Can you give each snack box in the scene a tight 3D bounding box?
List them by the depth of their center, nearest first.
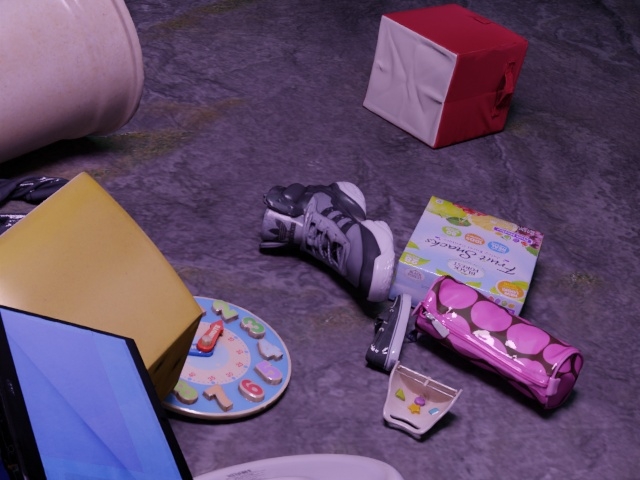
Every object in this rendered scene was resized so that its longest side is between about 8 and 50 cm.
[{"bbox_3d":[0.206,0.033,1.533,0.174,0.070,0.207,19,33,9],"label":"snack box"}]

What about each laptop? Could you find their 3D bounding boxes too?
[{"bbox_3d":[-0.195,0.066,0.844,0.136,0.264,0.234,-16,38,-17],"label":"laptop"}]

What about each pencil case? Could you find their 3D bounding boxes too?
[{"bbox_3d":[0.215,0.127,1.363,0.209,0.095,0.098,28,8,24],"label":"pencil case"}]

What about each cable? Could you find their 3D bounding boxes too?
[{"bbox_3d":[-0.378,-0.041,1.471,0.184,0.047,0.150,-8,31,-27],"label":"cable"}]

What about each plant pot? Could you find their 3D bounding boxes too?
[{"bbox_3d":[-0.243,0.100,1.115,0.187,0.212,0.212,33,46,8],"label":"plant pot"},{"bbox_3d":[-0.469,-0.233,1.520,0.333,0.334,0.305,28,45,24],"label":"plant pot"}]

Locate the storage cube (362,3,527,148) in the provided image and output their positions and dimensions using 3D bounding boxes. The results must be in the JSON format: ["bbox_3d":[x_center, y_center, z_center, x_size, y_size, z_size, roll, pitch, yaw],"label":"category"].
[{"bbox_3d":[0.220,-0.296,1.970,0.193,0.184,0.215,-18,42,-40],"label":"storage cube"}]

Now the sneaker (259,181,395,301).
[{"bbox_3d":[0.000,0.000,1.487,0.153,0.101,0.269,2,26,-16],"label":"sneaker"}]

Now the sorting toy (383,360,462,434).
[{"bbox_3d":[0.108,0.189,1.270,0.083,0.045,0.075,23,39,17],"label":"sorting toy"}]

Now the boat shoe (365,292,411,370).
[{"bbox_3d":[0.086,0.108,1.386,0.040,0.049,0.142,15,33,4],"label":"boat shoe"}]

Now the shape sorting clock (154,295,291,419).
[{"bbox_3d":[-0.134,0.129,1.276,0.206,0.040,0.206,9,31,-5],"label":"shape sorting clock"}]

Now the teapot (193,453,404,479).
[{"bbox_3d":[-0.032,0.296,0.914,0.256,0.187,0.252,-5,4,21],"label":"teapot"}]

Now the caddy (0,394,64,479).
[{"bbox_3d":[-0.350,0.210,0.869,0.179,0.241,0.341,33,35,24],"label":"caddy"}]
